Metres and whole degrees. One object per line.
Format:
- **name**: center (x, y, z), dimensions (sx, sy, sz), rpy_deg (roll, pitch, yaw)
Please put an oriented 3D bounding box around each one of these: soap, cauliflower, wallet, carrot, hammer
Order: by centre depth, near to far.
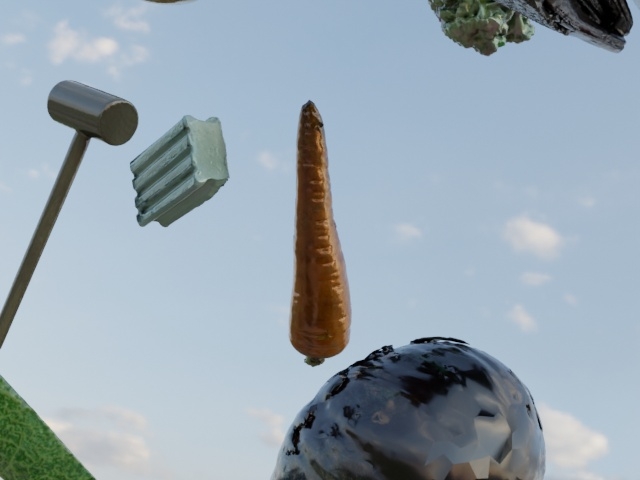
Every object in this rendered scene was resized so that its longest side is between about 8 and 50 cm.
- **hammer**: center (-0.107, -0.008, 0.424), dimensions (0.035, 0.110, 0.019), rpy_deg (24, 3, 37)
- **wallet**: center (0.110, -0.217, 0.801), dimensions (0.221, 0.071, 0.262), rpy_deg (29, 10, 25)
- **carrot**: center (0.000, 0.000, 0.989), dimensions (0.061, 0.256, 0.061), rpy_deg (0, 17, 0)
- **cauliflower**: center (0.249, -0.372, 1.364), dimensions (0.315, 0.239, 0.256), rpy_deg (0, -66, 51)
- **soap**: center (-0.216, -0.102, 1.628), dimensions (0.063, 0.114, 0.198), rpy_deg (0, -16, -35)

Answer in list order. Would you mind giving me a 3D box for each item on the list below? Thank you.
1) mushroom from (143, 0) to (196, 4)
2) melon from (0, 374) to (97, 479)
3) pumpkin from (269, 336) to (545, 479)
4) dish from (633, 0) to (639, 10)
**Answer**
- **mushroom**: center (-0.184, -0.418, 1.300), dimensions (0.260, 0.254, 0.234), rpy_deg (-12, -3, -25)
- **melon**: center (-0.175, 0.203, 0.815), dimensions (0.262, 0.053, 0.114), rpy_deg (47, -20, -13)
- **pumpkin**: center (0.070, 0.183, 0.823), dimensions (0.163, 0.233, 0.233), rpy_deg (42, -7, 27)
- **dish**: center (0.348, -0.235, 0.885), dimensions (0.256, 0.256, 0.117), rpy_deg (17, -21, -13)
